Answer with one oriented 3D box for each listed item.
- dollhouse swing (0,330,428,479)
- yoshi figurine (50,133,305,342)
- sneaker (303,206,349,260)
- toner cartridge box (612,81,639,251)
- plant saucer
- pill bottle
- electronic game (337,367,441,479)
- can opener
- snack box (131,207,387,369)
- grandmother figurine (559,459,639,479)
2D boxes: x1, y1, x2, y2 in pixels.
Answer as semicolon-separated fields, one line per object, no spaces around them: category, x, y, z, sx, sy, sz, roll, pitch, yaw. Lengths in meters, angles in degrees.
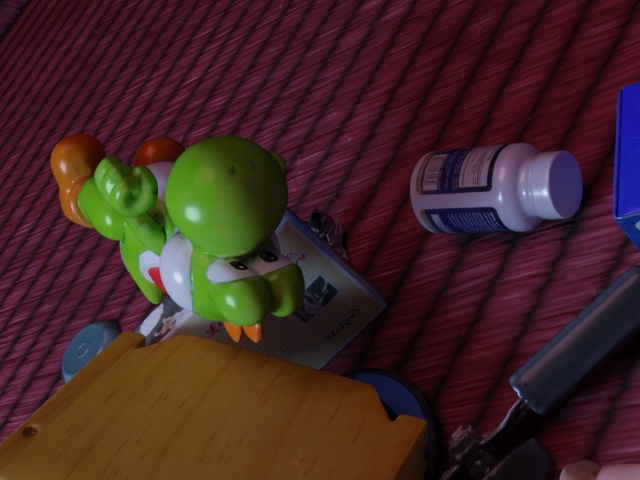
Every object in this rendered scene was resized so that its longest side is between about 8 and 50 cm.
dollhouse swing;-0.104;0.319;0.917;0.346;0.305;0.315;11;35;26
yoshi figurine;-0.131;-0.046;0.965;0.203;0.203;0.362;-48;39;-10
sneaker;0.000;0.000;1.199;0.038;0.069;0.098;-32;40;21
toner cartridge box;0.436;-0.103;0.849;0.347;0.075;0.165;-14;50;37
plant saucer;-0.344;0.166;1.439;0.119;0.021;0.119;-27;42;27
pill bottle;0.188;-0.055;1.040;0.169;0.094;0.094;0;58;45
electronic game;0.022;0.235;0.989;0.229;0.048;0.229;-26;43;27
can opener;0.212;0.142;0.879;0.093;0.074;0.280;43;94;19
snack box;-0.101;0.121;1.096;0.322;0.187;0.060;-43;37;6
grandmother figurine;0.340;0.199;0.671;0.342;0.104;0.208;-9;80;37
